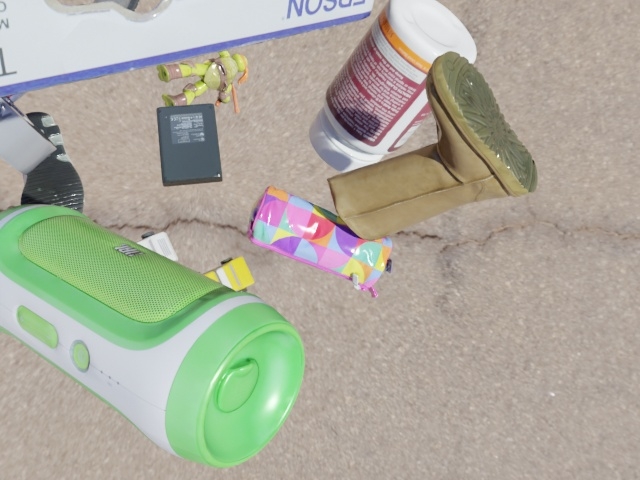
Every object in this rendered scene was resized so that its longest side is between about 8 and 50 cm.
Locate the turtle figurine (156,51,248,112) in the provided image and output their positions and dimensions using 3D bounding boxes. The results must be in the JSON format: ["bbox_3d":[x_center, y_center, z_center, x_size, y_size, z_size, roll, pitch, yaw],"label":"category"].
[{"bbox_3d":[-0.235,-0.348,1.412,0.217,0.269,0.087,-30,60,-28],"label":"turtle figurine"}]

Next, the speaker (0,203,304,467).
[{"bbox_3d":[-0.159,0.062,0.525,0.297,0.131,0.131,21,91,33],"label":"speaker"}]

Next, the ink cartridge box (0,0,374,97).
[{"bbox_3d":[-0.076,-0.221,0.225,0.324,0.330,0.071,-24,56,-35],"label":"ink cartridge box"}]

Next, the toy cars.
[{"bbox_3d":[-0.346,0.073,1.620,0.394,0.087,0.176,18,71,-19],"label":"toy cars"}]

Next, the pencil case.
[{"bbox_3d":[0.000,0.000,1.030,0.236,0.104,0.104,24,90,-9],"label":"pencil case"}]

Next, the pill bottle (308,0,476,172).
[{"bbox_3d":[0.146,-0.339,1.485,0.224,0.392,0.224,19,47,-22],"label":"pill bottle"}]

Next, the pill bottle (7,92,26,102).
[{"bbox_3d":[-0.735,-0.376,1.428,0.108,0.108,0.180,-39,116,-5],"label":"pill bottle"}]

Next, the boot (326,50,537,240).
[{"bbox_3d":[0.114,-0.103,0.868,0.236,0.270,0.089,48,46,-29],"label":"boot"}]

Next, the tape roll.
[{"bbox_3d":[-0.562,-0.215,1.126,0.072,0.219,0.219,-45,101,-9],"label":"tape roll"}]

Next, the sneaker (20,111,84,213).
[{"bbox_3d":[-0.562,-0.105,1.376,0.122,0.146,0.330,-10,57,-18],"label":"sneaker"}]

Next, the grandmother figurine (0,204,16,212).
[{"bbox_3d":[-0.822,-0.083,1.549,0.208,0.342,0.104,19,54,-8],"label":"grandmother figurine"}]

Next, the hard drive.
[{"bbox_3d":[-0.212,-0.155,1.055,0.094,0.022,0.135,-6,71,-9],"label":"hard drive"}]

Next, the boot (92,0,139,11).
[{"bbox_3d":[-0.479,-0.611,1.411,0.338,0.118,0.223,-51,141,12],"label":"boot"}]
